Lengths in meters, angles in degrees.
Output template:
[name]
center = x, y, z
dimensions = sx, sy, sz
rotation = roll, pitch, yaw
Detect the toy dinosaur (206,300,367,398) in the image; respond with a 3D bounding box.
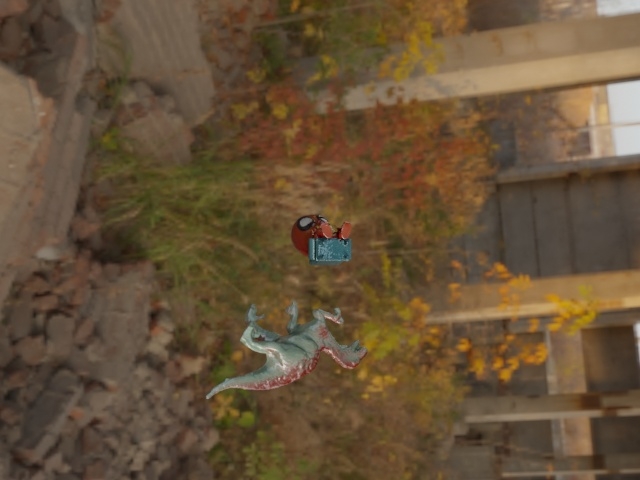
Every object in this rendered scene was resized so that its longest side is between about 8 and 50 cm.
[toy dinosaur]
center = -0.048, 0.160, 1.258
dimensions = 0.167, 0.053, 0.242
rotation = 47, 45, -4

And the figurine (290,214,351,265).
[figurine]
center = 0.000, 0.000, 1.438
dimensions = 0.140, 0.068, 0.075
rotation = -165, -106, -69
